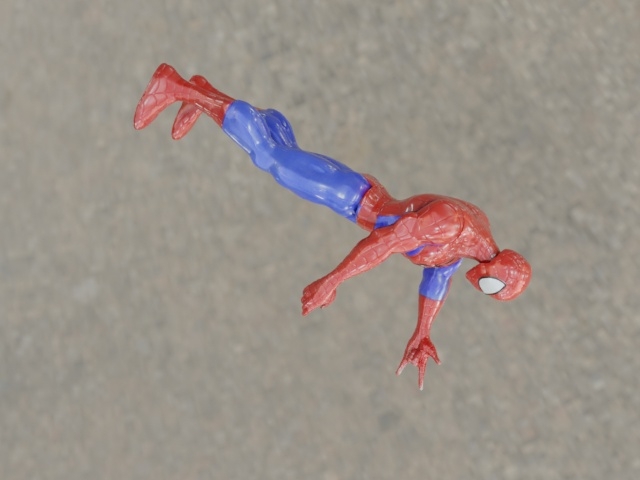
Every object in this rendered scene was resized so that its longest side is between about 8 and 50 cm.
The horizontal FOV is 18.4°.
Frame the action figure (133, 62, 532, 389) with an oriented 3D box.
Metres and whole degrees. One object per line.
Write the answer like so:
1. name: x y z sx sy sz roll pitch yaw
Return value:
1. action figure: 0.000 0.000 1.289 0.280 0.091 0.139 24 97 22
